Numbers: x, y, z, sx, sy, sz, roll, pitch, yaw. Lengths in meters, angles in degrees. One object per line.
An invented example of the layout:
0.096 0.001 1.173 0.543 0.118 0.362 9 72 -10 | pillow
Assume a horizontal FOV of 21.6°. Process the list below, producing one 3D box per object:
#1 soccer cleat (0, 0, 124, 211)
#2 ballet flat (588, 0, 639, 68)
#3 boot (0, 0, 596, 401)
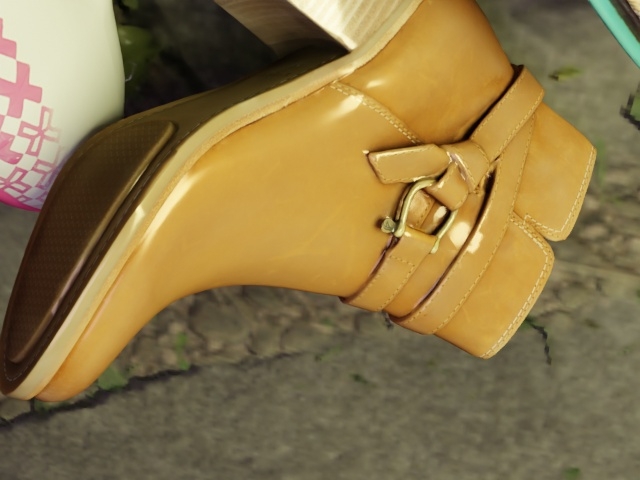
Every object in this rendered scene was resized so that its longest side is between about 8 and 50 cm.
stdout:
-0.105 -0.148 0.493 0.143 0.116 0.331 -15 126 12 | soccer cleat
0.060 -0.176 0.439 0.106 0.107 0.316 -29 118 23 | ballet flat
0.000 0.000 0.552 0.152 0.073 0.197 39 84 -28 | boot
